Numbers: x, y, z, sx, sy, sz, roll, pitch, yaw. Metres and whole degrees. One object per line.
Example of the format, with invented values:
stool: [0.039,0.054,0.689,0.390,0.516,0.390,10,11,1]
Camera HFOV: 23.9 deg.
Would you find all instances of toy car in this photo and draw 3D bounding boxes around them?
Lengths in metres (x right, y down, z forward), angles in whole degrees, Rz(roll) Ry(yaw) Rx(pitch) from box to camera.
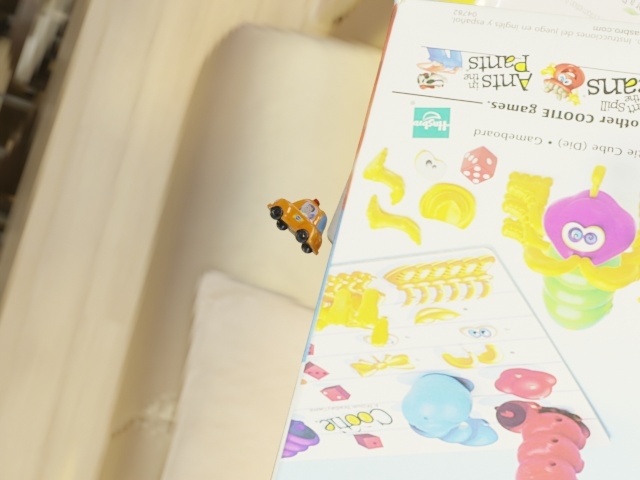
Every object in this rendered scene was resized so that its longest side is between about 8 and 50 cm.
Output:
toy car: [0.000,0.000,1.320,0.040,0.122,0.060,-46,52,-6]

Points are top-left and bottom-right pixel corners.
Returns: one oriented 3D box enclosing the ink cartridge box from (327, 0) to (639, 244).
ink cartridge box: [0.147,-0.019,0.831,0.072,0.303,0.307,27,94,47]

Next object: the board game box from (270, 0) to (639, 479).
board game box: [0.067,0.086,0.448,0.142,0.144,0.275,77,-154,-60]
